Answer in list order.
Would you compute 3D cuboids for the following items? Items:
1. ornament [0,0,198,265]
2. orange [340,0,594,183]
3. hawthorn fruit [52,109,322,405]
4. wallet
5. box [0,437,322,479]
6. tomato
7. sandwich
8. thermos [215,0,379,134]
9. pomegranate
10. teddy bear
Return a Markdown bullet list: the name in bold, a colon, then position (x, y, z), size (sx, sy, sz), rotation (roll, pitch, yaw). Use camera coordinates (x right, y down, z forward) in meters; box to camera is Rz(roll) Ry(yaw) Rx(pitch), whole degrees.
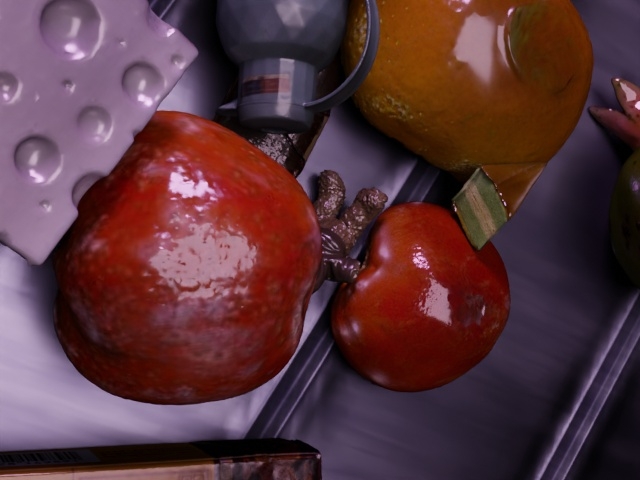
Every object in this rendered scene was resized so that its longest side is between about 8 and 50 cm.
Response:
- **ornament**: position (-0.306, -0.158, 0.865), size (0.239, 0.240, 0.239), rotation (42, 77, -35)
- **orange**: position (0.193, -0.204, 1.167), size (0.335, 0.196, 0.262), rotation (33, 88, -35)
- **hawthorn fruit**: position (-0.136, 0.022, 0.971), size (0.284, 0.284, 0.284), rotation (1, 89, -24)
- **wallet**: position (-0.052, -0.145, 1.127), size (0.122, 0.031, 0.232), rotation (29, 76, -17)
- **box**: position (-0.201, 0.346, 1.004), size (0.415, 0.116, 0.264), rotation (1, 87, -24)
- **tomato**: position (0.136, 0.069, 1.148), size (0.200, 0.140, 0.233), rotation (30, 77, -27)
- **sandwich**: position (0.223, -0.040, 1.145), size (0.116, 0.074, 0.074), rotation (-7, 58, -35)
- **thermos**: position (-0.025, -0.257, 1.045), size (0.145, 0.182, 0.286), rotation (15, 75, -65)
- **pomegranate**: position (0.486, -0.057, 1.276), size (0.291, 0.323, 0.290), rotation (-24, 129, -32)
- **teddy bear**: position (0.002, 0.003, 1.126), size (0.119, 0.078, 0.160), rotation (25, 62, 19)
